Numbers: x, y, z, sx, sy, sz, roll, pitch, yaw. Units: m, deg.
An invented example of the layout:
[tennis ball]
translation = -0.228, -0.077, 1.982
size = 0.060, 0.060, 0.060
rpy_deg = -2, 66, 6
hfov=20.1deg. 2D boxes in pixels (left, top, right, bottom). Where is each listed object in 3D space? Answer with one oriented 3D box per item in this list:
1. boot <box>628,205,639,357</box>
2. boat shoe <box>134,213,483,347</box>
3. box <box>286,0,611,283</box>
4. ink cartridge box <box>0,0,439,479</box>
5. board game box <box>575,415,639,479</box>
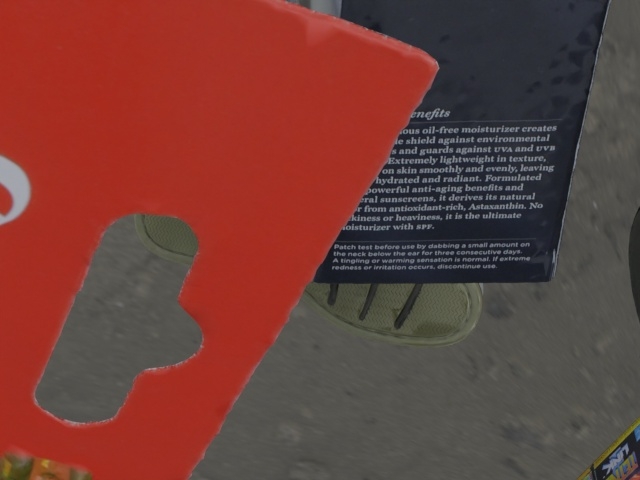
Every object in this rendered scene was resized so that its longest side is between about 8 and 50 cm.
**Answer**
[boot]
translation = 0.155, -0.053, 0.604
size = 0.137, 0.077, 0.198
rpy_deg = -13, 67, 55
[boat shoe]
translation = 0.000, 0.000, 1.522
size = 0.302, 0.103, 0.113
rpy_deg = 21, 106, 11
[box]
translation = 0.073, -0.175, 1.232
size = 0.183, 0.294, 0.296
rpy_deg = 0, 44, -7
[ink cartridge box]
translation = -0.202, 0.023, 0.475
size = 0.385, 0.308, 0.091
rpy_deg = 14, 52, -14
[board game box]
translation = 0.299, 0.210, 1.458
size = 0.141, 0.170, 0.048
rpy_deg = -53, 29, 37
